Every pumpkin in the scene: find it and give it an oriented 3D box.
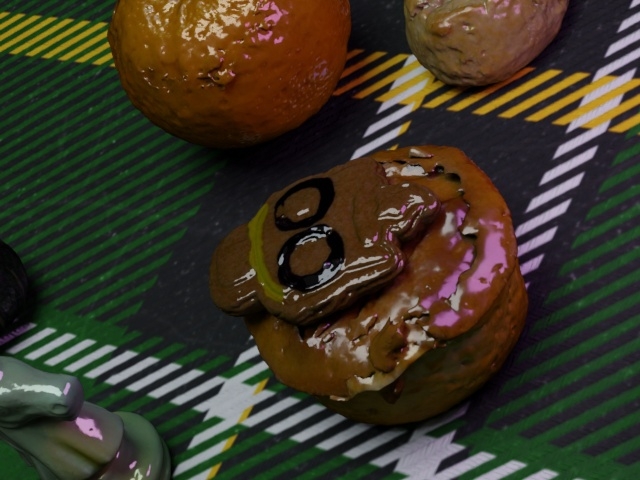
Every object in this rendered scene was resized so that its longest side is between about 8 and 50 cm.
[{"bbox_3d":[-0.523,0.073,2.344,0.211,0.152,0.212,-16,45,16],"label":"pumpkin"}]

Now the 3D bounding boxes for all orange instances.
[{"bbox_3d":[-0.118,-0.289,2.274,0.340,0.293,0.341,-11,65,25],"label":"orange"}]

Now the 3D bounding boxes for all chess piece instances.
[{"bbox_3d":[-0.323,0.230,1.985,0.175,0.298,0.176,-20,46,22],"label":"chess piece"}]

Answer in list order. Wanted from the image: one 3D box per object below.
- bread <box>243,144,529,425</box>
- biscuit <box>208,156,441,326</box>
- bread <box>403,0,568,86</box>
[{"bbox_3d":[0.086,0.055,1.931,0.336,0.204,0.358,-37,40,6],"label":"bread"},{"bbox_3d":[0.000,0.000,1.859,0.290,0.041,0.208,-22,45,15],"label":"biscuit"},{"bbox_3d":[0.214,-0.329,2.203,0.244,0.134,0.244,-15,51,20],"label":"bread"}]
